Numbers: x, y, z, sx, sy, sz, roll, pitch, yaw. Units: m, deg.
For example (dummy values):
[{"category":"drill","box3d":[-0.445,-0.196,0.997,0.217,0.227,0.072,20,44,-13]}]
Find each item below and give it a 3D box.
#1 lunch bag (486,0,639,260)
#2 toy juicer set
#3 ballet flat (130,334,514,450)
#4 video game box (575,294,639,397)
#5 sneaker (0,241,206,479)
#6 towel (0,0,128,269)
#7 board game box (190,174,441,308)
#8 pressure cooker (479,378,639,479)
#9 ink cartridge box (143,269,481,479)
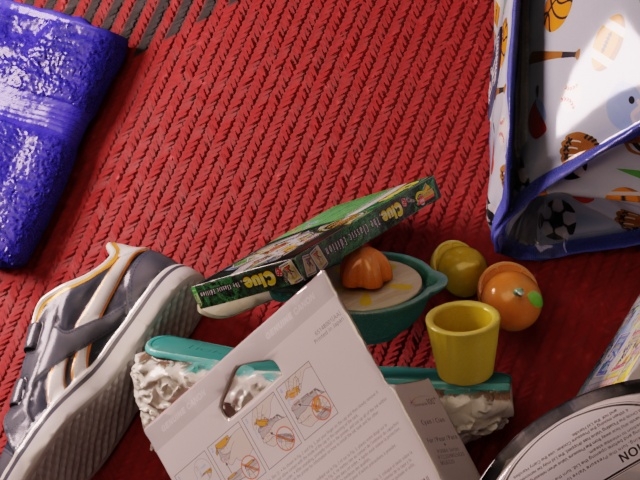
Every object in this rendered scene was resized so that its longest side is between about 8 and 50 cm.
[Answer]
[{"category":"lunch bag","box3d":[0.295,-0.180,1.846,0.385,0.239,0.328,-28,52,51]},{"category":"toy juicer set","box3d":[0.065,0.034,1.895,0.329,0.090,0.209,12,30,33]},{"category":"ballet flat","box3d":[0.002,0.177,1.900,0.408,0.147,0.147,5,69,24]},{"category":"video game box","box3d":[0.317,0.075,1.767,0.048,0.205,0.187,35,81,2]},{"category":"sneaker","box3d":[-0.255,0.143,2.003,0.127,0.126,0.321,27,68,25]},{"category":"towel","box3d":[-0.375,-0.130,2.202,0.227,0.076,0.308,13,72,27]},{"category":"board game box","box3d":[0.000,0.000,1.894,0.136,0.259,0.030,-19,97,39]},{"category":"pressure cooker","box3d":[0.299,0.306,1.538,0.375,0.420,0.370,12,73,26]},{"category":"ink cartridge box","box3d":[-0.008,0.212,1.805,0.296,0.066,0.261,-42,66,34]}]
